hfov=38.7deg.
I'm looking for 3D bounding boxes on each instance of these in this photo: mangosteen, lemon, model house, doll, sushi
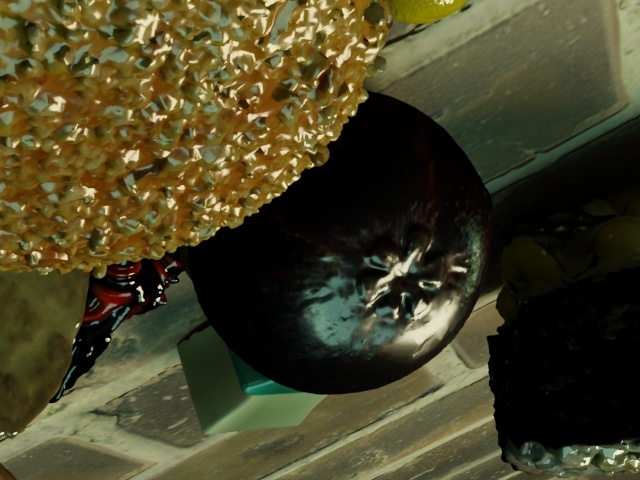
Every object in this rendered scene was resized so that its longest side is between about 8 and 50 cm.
[{"bbox_3d":[0.010,-0.002,0.641,0.216,0.216,0.216,-17,151,-10],"label":"mangosteen"},{"bbox_3d":[0.062,-0.160,0.536,0.083,0.062,0.062,-19,151,-7],"label":"lemon"},{"bbox_3d":[-0.044,0.107,0.869,0.127,0.100,0.149,4,144,-40],"label":"model house"},{"bbox_3d":[-0.201,0.067,0.719,0.127,0.088,0.248,33,112,-33],"label":"doll"},{"bbox_3d":[0.309,0.073,0.879,0.328,0.285,0.328,-17,158,32],"label":"sushi"}]

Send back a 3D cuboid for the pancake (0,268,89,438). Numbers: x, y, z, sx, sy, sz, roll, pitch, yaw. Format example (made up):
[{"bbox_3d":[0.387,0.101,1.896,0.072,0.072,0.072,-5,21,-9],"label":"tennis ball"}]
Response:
[{"bbox_3d":[-0.230,0.021,0.509,0.042,0.222,0.236,-11,-164,38],"label":"pancake"}]

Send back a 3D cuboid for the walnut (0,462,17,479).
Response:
[{"bbox_3d":[-0.400,0.296,0.705,0.383,0.383,0.383,-17,151,-10],"label":"walnut"}]

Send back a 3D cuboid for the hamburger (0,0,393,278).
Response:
[{"bbox_3d":[-0.107,-0.091,0.417,0.302,0.170,0.302,-17,151,-10],"label":"hamburger"}]
